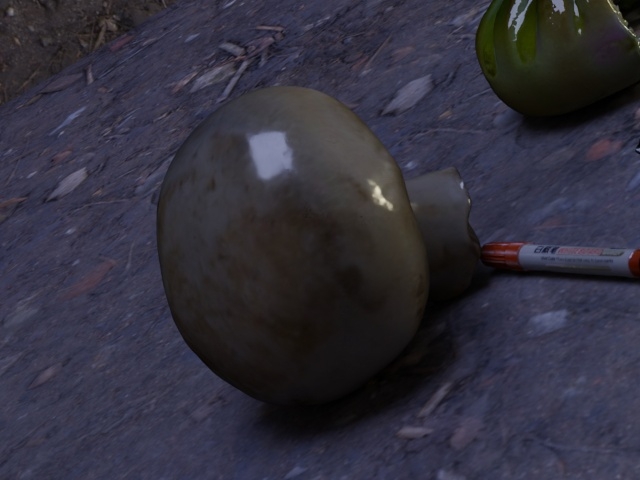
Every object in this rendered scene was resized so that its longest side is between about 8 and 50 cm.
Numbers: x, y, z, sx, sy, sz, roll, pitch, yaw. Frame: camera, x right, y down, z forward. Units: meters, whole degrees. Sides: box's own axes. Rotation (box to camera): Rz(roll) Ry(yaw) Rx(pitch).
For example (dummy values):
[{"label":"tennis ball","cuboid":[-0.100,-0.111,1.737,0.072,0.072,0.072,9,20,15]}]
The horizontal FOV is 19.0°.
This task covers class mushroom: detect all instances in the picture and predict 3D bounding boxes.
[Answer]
[{"label":"mushroom","cuboid":[0.000,0.000,1.774,0.290,0.297,0.297,-12,3,-39]}]

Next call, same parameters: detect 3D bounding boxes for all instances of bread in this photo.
[{"label":"bread","cuboid":[0.248,-0.217,2.062,0.156,0.158,0.260,-46,20,-26]}]

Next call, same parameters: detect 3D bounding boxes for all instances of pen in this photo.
[{"label":"pen","cuboid":[0.220,0.017,1.712,0.028,0.028,0.239,-41,21,-23]}]

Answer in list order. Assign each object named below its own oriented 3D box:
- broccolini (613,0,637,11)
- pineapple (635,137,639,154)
[{"label":"broccolini","cuboid":[0.290,-0.259,2.277,0.194,0.054,0.052,-23,2,22]},{"label":"pineapple","cuboid":[0.359,-0.128,1.659,0.119,0.111,0.237,-13,-28,-41]}]
